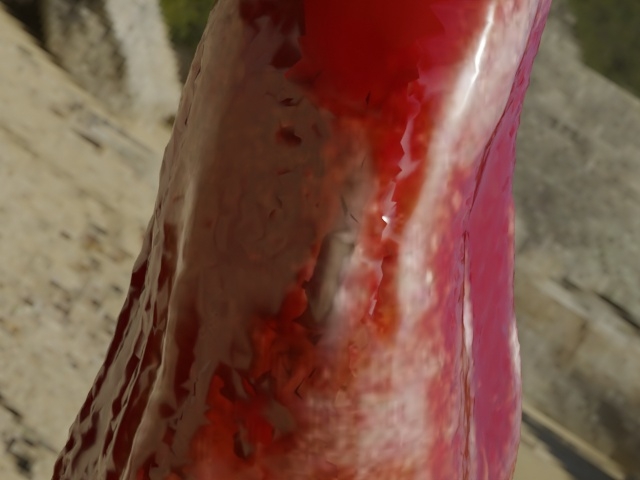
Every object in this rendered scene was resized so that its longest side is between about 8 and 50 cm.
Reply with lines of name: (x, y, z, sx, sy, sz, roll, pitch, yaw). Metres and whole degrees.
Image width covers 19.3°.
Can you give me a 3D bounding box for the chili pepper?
chili pepper: (0.000, 0.000, 0.437, 0.144, 0.253, 0.136, -13, 34, -41)
